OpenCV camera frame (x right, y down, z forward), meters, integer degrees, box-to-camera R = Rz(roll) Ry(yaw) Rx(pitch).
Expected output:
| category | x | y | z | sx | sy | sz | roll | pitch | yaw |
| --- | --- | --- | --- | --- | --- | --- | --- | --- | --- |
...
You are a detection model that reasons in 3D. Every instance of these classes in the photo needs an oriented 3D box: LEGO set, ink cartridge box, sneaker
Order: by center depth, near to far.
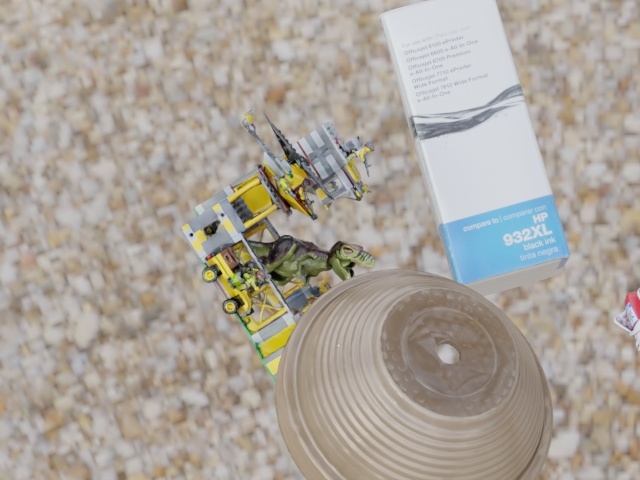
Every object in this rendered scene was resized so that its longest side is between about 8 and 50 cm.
| category | x | y | z | sx | sy | sz | roll | pitch | yaw |
| --- | --- | --- | --- | --- | --- | --- | --- | --- | --- |
| sneaker | 0.263 | 0.081 | 1.427 | 0.067 | 0.042 | 0.118 | 32 | 38 | -3 |
| LEGO set | 0.000 | 0.000 | 1.816 | 0.192 | 0.331 | 0.255 | -33 | 84 | 6 |
| ink cartridge box | 0.171 | -0.102 | 1.986 | 0.129 | 0.223 | 0.307 | -16 | 83 | 4 |

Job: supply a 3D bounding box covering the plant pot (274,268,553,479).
| category | x | y | z | sx | sy | sz | roll | pitch | yaw |
| --- | --- | --- | --- | --- | --- | --- | --- | --- | --- |
| plant pot | 0.089 | 0.115 | 1.459 | 0.237 | 0.110 | 0.237 | 8 | 59 | -13 |
